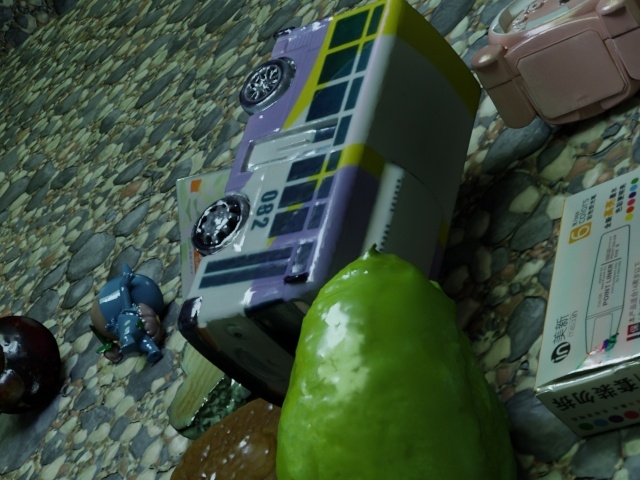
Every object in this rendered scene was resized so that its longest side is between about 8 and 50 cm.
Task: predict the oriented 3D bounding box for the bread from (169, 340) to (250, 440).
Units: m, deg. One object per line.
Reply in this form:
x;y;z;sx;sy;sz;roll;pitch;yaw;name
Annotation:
-0.125;0.169;1.715;0.172;0.064;0.232;-36;28;25;bread

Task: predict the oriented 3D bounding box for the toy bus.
0.026;-0.044;1.481;0.249;0.209;0.439;-11;49;39;toy bus

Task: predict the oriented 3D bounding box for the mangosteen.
-0.517;0.199;2.099;0.172;0.184;0.172;-31;46;38;mangosteen

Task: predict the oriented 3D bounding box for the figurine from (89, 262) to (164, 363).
-0.307;0.132;1.995;0.144;0.114;0.178;-41;35;12;figurine

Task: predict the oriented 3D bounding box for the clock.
0.328;-0.260;1.610;0.227;0.142;0.241;-21;26;30;clock

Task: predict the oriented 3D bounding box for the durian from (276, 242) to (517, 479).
0.066;0.183;1.218;0.204;0.339;0.256;-20;8;36;durian

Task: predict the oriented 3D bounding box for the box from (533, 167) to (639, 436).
0.326;0.040;1.226;0.221;0.091;0.273;-23;35;40;box

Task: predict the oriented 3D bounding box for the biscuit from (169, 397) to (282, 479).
-0.104;0.340;1.455;0.314;0.063;0.367;-35;29;25;biscuit

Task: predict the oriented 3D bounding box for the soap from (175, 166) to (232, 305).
-0.092;-0.002;1.741;0.182;0.138;0.199;-6;87;49;soap
